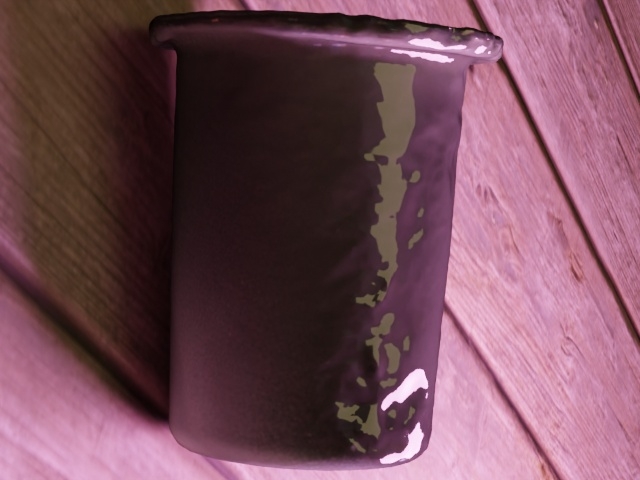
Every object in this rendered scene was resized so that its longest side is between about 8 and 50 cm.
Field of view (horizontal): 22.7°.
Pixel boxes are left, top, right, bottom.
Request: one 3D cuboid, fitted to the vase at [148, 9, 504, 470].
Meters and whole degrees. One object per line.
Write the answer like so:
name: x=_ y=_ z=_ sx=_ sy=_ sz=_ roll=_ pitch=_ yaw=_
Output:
vase: x=0.000 y=0.000 z=1.074 sx=0.245 sy=0.245 sz=0.291 roll=1 pitch=91 yaw=-65
